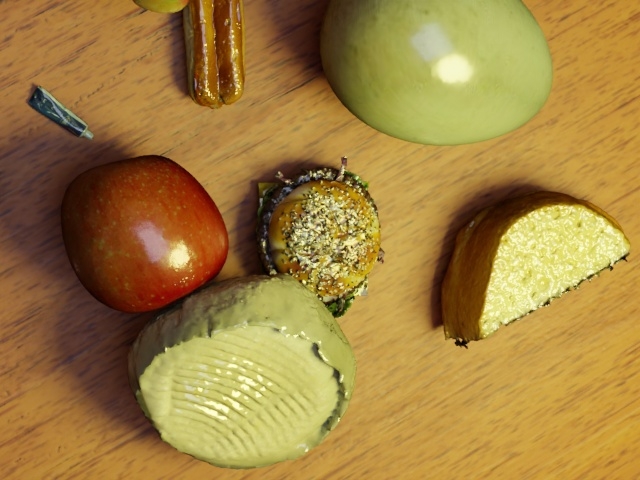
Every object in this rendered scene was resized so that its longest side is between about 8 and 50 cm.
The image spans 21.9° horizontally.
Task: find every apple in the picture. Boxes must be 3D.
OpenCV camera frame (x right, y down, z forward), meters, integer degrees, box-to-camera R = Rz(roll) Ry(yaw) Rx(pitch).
[{"bbox_3d":[-0.195,-0.009,1.834,0.181,0.181,0.168,-20,90,-13],"label":"apple"}]

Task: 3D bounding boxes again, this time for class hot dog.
[{"bbox_3d":[-0.122,-0.231,1.891,0.071,0.045,0.165,-5,99,-18],"label":"hot dog"}]

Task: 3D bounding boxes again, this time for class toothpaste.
[{"bbox_3d":[-0.292,-0.141,1.868,0.083,0.019,0.027,36,104,-14],"label":"toothpaste"}]

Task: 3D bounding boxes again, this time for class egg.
[{"bbox_3d":[0.140,-0.214,1.882,0.295,0.218,0.218,16,93,-26],"label":"egg"}]

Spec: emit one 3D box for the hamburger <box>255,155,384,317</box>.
[{"bbox_3d":[0.002,0.003,1.937,0.164,0.093,0.189,-14,103,-15],"label":"hamburger"}]

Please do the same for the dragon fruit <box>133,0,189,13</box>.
[{"bbox_3d":[-0.152,-0.387,1.760,0.243,0.227,0.307,31,82,-46],"label":"dragon fruit"}]

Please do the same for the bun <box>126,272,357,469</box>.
[{"bbox_3d":[-0.084,0.134,1.878,0.259,0.152,0.259,-3,129,-3],"label":"bun"}]

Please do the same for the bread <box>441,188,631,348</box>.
[{"bbox_3d":[0.246,0.013,1.995,0.260,0.129,0.134,-31,98,-11],"label":"bread"}]
